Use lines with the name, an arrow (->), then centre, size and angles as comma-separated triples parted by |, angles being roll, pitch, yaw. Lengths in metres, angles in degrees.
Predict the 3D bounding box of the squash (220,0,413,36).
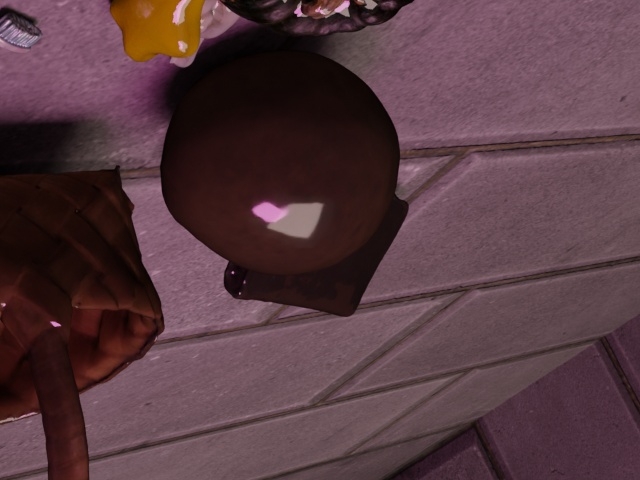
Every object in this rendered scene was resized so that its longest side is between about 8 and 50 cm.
squash -> 0.004, -0.214, 0.891 | 0.193, 0.156, 0.193 | -16, 136, -16

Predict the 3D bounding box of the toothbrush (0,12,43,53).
toothbrush -> -0.254, -0.164, 0.898 | 0.027, 0.021, 0.269 | -42, 160, 9

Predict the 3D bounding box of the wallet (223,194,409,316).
wallet -> 0.000, 0.000, 1.550 | 0.309, 0.042, 0.165 | 15, 100, -64

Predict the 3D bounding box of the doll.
doll -> -0.084, -0.174, 1.033 | 0.135, 0.071, 0.113 | -37, 167, 20

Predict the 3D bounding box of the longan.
longan -> -0.032, -0.065, 1.197 | 0.196, 0.196, 0.220 | -31, 155, 17

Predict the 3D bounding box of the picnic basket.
picnic basket -> -0.270, 0.128, 1.113 | 0.337, 0.337, 0.293 | -9, 158, -40
